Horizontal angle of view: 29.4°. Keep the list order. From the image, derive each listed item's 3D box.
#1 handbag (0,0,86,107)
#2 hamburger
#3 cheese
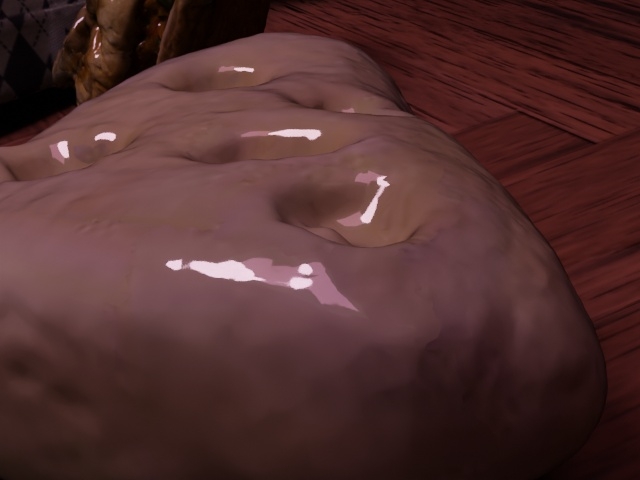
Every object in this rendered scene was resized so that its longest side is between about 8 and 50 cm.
[{"bbox_3d":[-0.362,-0.183,1.016,0.316,0.180,0.416,11,26,41],"label":"handbag"},{"bbox_3d":[-0.089,-0.169,0.876,0.130,0.206,0.183,29,31,-4],"label":"hamburger"},{"bbox_3d":[0.000,0.000,0.535,0.328,0.130,0.351,10,27,41],"label":"cheese"}]
